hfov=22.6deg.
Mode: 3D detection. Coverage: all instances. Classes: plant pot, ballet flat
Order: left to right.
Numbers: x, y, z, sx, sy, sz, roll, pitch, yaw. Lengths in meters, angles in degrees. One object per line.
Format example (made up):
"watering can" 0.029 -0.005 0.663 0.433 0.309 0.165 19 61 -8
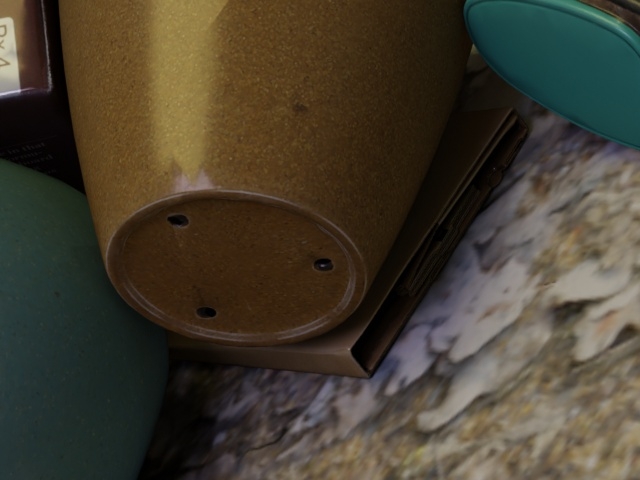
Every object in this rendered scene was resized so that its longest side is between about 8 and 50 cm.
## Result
"plant pot" -0.190 0.066 0.781 0.195 0.290 0.290 -27 14 -36
"plant pot" -0.031 -0.084 0.783 0.237 0.237 0.254 -24 44 33
"ballet flat" 0.173 -0.075 0.670 0.096 0.095 0.280 -37 35 -12

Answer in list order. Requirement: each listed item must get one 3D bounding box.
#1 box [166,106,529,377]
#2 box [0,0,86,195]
"box" 0.000 0.000 0.858 0.201 0.021 0.164 0 48 53
"box" -0.207 -0.099 0.907 0.167 0.203 0.169 -11 68 6
